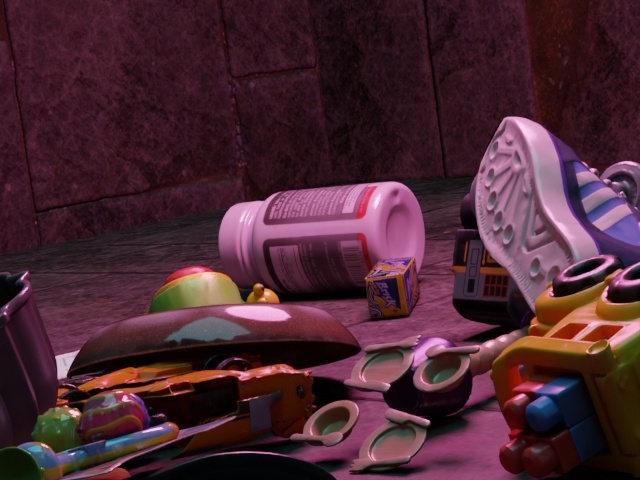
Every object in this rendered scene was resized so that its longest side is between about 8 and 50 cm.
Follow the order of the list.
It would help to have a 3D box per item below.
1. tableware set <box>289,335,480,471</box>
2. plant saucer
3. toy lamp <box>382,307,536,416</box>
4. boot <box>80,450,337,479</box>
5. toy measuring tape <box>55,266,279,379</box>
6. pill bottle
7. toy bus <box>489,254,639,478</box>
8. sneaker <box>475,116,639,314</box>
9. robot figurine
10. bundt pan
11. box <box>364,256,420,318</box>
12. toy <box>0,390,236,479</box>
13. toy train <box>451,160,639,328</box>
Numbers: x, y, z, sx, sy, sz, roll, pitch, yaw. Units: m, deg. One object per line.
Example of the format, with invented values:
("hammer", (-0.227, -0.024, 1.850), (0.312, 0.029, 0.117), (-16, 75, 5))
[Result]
("tableware set", (0.058, 0.140, 1.404), (0.141, 0.020, 0.168), (0, 39, 44))
("plant saucer", (-0.113, 0.110, 1.683), (0.311, 0.050, 0.310), (-4, -11, -1))
("toy lamp", (0.158, 0.117, 1.565), (0.080, 0.080, 0.275), (-3, 5, 39))
("boot", (-0.135, 0.210, 1.196), (0.264, 0.096, 0.280), (-17, 1, -13))
("toy measuring tape", (-0.208, 0.105, 1.928), (0.330, 0.121, 0.121), (-13, 7, -11))
("pill bottle", (0.000, 0.000, 2.408), (0.283, 0.161, 0.161), (-4, 8, 31))
("toy bus", (0.216, 0.118, 1.292), (0.211, 0.149, 0.220), (-28, 12, -23))
("sneaker", (0.308, 0.004, 1.660), (0.236, 0.130, 0.322), (14, 30, -21))
("robot figurine", (-0.162, 0.164, 1.487), (0.291, 0.085, 0.211), (-10, 6, -23))
("bundt pan", (-0.356, 0.158, 1.311), (0.331, 0.124, 0.331), (-25, 14, 7))
("box", (0.100, 0.063, 2.177), (0.054, 0.059, 0.169), (-8, 6, 11))
("toy", (-0.167, 0.141, 1.141), (0.137, 0.056, 0.237), (-16, 0, 17))
("toy train", (0.294, 0.012, 1.830), (0.334, 0.190, 0.142), (2, -7, 44))
